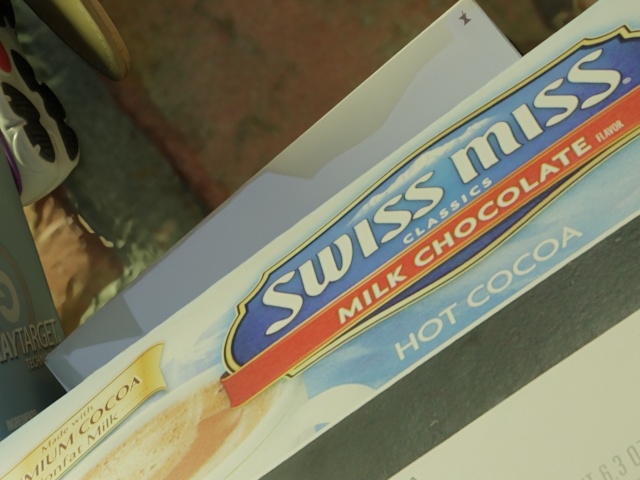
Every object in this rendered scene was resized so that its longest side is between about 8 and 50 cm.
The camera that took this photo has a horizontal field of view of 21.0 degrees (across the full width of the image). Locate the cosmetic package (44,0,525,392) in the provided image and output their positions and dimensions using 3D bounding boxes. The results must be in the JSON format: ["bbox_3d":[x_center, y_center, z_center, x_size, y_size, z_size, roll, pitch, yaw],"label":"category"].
[{"bbox_3d":[0.000,0.000,0.758,0.239,0.099,0.060,-40,75,10],"label":"cosmetic package"}]

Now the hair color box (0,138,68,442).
[{"bbox_3d":[-0.201,0.109,0.770,0.185,0.113,0.374,-18,90,14],"label":"hair color box"}]

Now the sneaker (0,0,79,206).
[{"bbox_3d":[-0.185,-0.089,0.840,0.071,0.068,0.170,-31,77,18],"label":"sneaker"}]

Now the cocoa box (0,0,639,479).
[{"bbox_3d":[0.077,0.115,0.614,0.347,0.231,0.228,-36,32,10],"label":"cocoa box"}]

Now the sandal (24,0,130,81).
[{"bbox_3d":[-0.149,-0.189,0.831,0.079,0.088,0.240,-42,81,-17],"label":"sandal"}]
